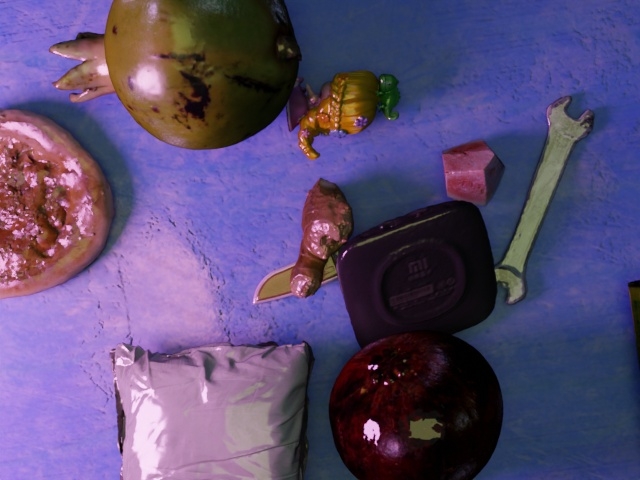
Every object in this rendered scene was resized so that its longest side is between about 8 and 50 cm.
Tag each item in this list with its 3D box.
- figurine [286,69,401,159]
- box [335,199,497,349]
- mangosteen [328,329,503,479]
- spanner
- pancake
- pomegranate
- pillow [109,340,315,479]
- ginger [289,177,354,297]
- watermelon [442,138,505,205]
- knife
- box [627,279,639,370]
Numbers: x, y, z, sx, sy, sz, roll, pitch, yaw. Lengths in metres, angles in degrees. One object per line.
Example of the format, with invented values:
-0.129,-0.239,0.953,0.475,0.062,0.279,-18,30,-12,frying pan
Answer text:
0.033,-0.169,1.499,0.156,0.095,0.115,-5,80,5,figurine
0.135,0.057,1.499,0.212,0.042,0.201,-18,116,0,box
0.134,0.252,1.462,0.235,0.235,0.261,-26,125,1,mangosteen
0.303,-0.056,1.537,0.071,0.017,0.302,22,91,0,spanner
-0.428,-0.046,1.534,0.282,0.049,0.283,0,92,4,pancake
-0.188,-0.241,1.436,0.340,0.260,0.261,-10,91,14,pomegranate
-0.152,0.287,1.495,0.283,0.138,0.310,1,90,9,pillow
0.006,-0.001,1.497,0.067,0.096,0.165,16,79,-37,ginger
0.208,-0.088,1.513,0.084,0.072,0.092,-20,96,18,watermelon
0.019,0.031,1.541,0.256,0.022,0.046,-23,95,1,knife
0.507,0.214,1.503,0.134,0.097,0.346,-9,91,-7,box
